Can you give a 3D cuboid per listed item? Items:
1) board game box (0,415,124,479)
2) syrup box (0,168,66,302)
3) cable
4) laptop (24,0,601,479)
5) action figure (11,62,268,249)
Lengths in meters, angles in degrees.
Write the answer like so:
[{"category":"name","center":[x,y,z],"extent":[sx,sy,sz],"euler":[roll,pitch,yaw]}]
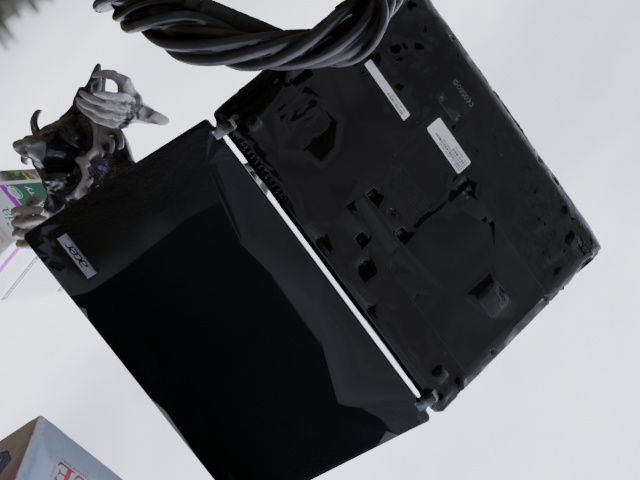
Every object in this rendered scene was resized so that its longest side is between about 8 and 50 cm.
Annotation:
[{"category":"board game box","center":[-0.162,0.283,1.190],"extent":[0.318,0.319,0.066],"euler":[-33,-154,35]},{"category":"syrup box","center":[-0.284,-0.007,1.869],"extent":[0.096,0.093,0.237],"euler":[-48,162,21]},{"category":"cable","center":[-0.040,-0.145,1.072],"extent":[0.150,0.047,0.184],"euler":[-28,-137,-35]},{"category":"laptop","center":[0.000,0.000,1.198],"extent":[0.264,0.234,0.136],"euler":[-43,-165,-24]},{"category":"action figure","center":[-0.173,-0.057,1.548],"extent":[0.275,0.141,0.164],"euler":[21,-89,34]}]
